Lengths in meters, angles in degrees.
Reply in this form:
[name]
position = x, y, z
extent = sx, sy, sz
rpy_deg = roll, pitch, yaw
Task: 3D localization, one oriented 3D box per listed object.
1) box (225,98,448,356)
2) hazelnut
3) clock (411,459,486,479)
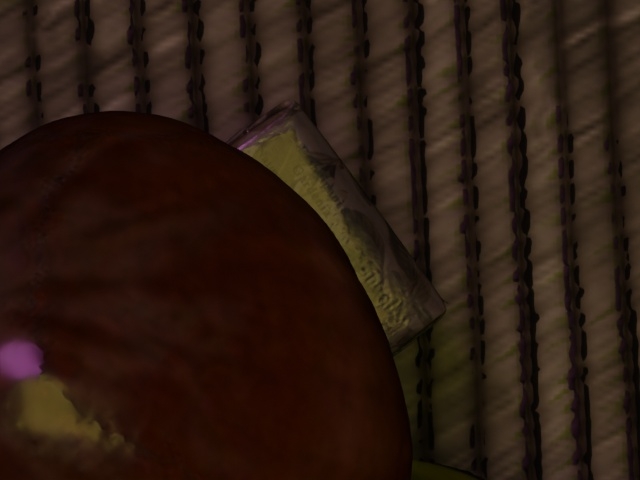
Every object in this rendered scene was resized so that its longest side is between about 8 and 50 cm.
[box]
position = 0.000, 0.000, 0.576
extent = 0.045, 0.062, 0.098
rpy_deg = -35, 89, -5
[hazelnut]
position = -0.057, 0.053, 0.485
extent = 0.182, 0.182, 0.182
rpy_deg = 0, 90, -1
[clock]
position = -0.015, 0.197, 0.495
extent = 0.277, 0.293, 0.071
rpy_deg = -52, 136, -24
